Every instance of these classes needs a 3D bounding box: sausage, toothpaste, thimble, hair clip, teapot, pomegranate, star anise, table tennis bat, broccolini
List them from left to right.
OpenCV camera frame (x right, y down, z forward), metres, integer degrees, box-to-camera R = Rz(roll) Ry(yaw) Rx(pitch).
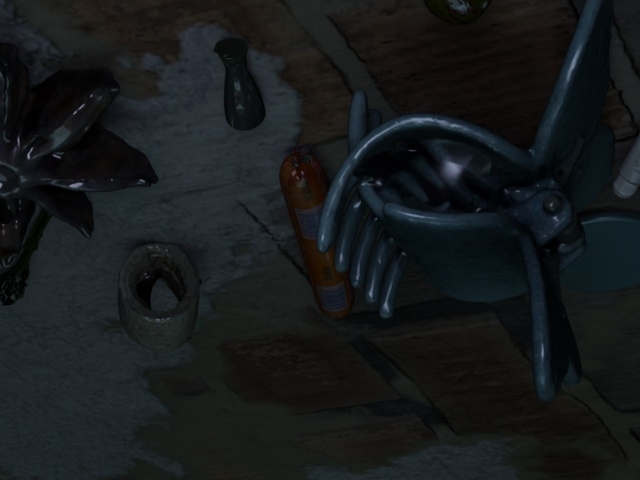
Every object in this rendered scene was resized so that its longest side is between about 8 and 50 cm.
[{"bbox_3d":[-0.324,-0.123,1.539,0.316,0.139,0.359,4,133,-14],"label":"star anise"},{"bbox_3d":[-0.361,0.016,1.837,0.042,0.044,0.218,30,137,-10],"label":"broccolini"},{"bbox_3d":[-0.199,0.071,1.820,0.102,0.115,0.090,8,147,-1],"label":"thimble"},{"bbox_3d":[-0.084,-0.161,1.505,0.043,0.043,0.110,0,145,7],"label":"teapot"},{"bbox_3d":[0.000,0.000,1.738,0.053,0.053,0.348,-1,148,9],"label":"sausage"},{"bbox_3d":[0.133,-0.230,1.337,0.084,0.073,0.073,8,148,-4],"label":"pomegranate"},{"bbox_3d":[0.157,-0.025,1.468,0.238,0.392,0.318,5,166,18],"label":"hair clip"},{"bbox_3d":[0.298,0.028,1.760,0.244,0.040,0.153,-18,140,26],"label":"table tennis bat"},{"bbox_3d":[0.350,-0.115,1.522,0.048,0.031,0.190,12,136,-10],"label":"toothpaste"}]
